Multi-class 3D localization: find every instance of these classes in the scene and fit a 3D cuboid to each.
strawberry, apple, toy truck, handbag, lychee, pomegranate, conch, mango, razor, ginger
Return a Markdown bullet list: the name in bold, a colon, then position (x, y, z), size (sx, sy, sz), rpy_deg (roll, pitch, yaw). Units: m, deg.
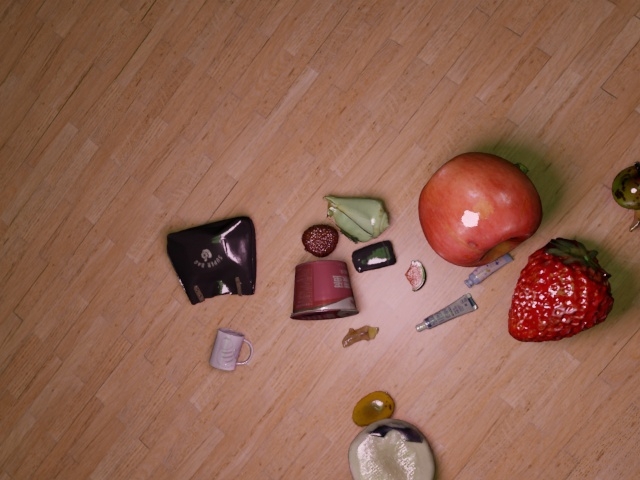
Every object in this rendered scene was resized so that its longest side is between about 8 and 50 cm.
- **strawberry**: position (0.734, 0.173, 1.691), size (0.292, 0.291, 0.309), rpy_deg (12, 115, 14)
- **apple**: position (0.481, -0.102, 1.724), size (0.364, 0.364, 0.363), rpy_deg (-1, 86, 13)
- **toy truck**: position (0.651, -0.216, 1.843), size (0.054, 0.049, 0.083), rpy_deg (29, 94, 12)
- **handbag**: position (-0.386, 0.080, 2.022), size (0.343, 0.152, 0.287), rpy_deg (-12, 95, 13)
- **lychee**: position (0.001, -0.001, 1.947), size (0.129, 0.123, 0.123), rpy_deg (-36, 78, -12)
- **pomegranate**: position (0.989, -0.131, 1.710), size (0.156, 0.156, 0.220), rpy_deg (-10, 88, 12)
- **conch**: position (0.122, -0.072, 1.922), size (0.251, 0.143, 0.137), rpy_deg (0, 44, 26)
- **mango**: position (0.175, 0.576, 1.886), size (0.161, 0.076, 0.103), rpy_deg (-36, 85, 17)
- **razor**: position (0.183, 0.058, 1.929), size (0.148, 0.054, 0.090), rpy_deg (-16, 79, 11)
- **ginger**: position (0.136, 0.328, 1.928), size (0.137, 0.044, 0.057), rpy_deg (-20, 100, 12)

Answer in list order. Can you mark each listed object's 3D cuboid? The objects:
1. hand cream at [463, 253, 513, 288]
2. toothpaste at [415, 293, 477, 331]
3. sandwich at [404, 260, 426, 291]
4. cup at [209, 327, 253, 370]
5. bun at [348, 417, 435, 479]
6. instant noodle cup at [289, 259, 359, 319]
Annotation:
- **hand cream**: position (0.552, 0.094, 1.846), size (0.171, 0.043, 0.065), rpy_deg (-40, 78, 5)
- **toothpaste**: position (0.419, 0.252, 1.871), size (0.216, 0.037, 0.061), rpy_deg (-29, 80, 6)
- **sandwich**: position (0.329, 0.118, 1.907), size (0.069, 0.026, 0.101), rpy_deg (-27, 77, 14)
- **cup**: position (-0.321, 0.396, 1.998), size (0.136, 0.099, 0.133), rpy_deg (16, 89, 14)
- **bun**: position (0.230, 0.727, 1.819), size (0.284, 0.179, 0.283), rpy_deg (0, 70, -1)
- **instant noodle cup**: position (0.008, 0.171, 1.883), size (0.235, 0.235, 0.178), rpy_deg (-7, 76, 12)
